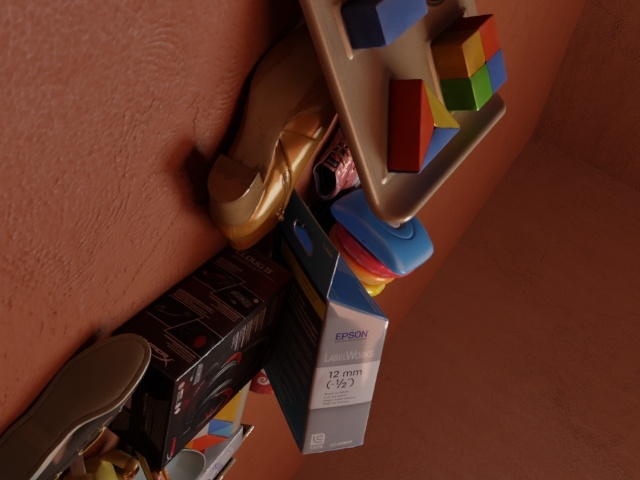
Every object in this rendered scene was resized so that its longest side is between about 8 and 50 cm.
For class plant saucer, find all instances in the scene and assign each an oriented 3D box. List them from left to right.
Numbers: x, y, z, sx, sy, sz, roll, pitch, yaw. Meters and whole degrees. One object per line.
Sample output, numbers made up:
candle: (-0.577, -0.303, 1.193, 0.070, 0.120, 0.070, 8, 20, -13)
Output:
plant saucer: (-0.284, 0.385, 1.175, 0.195, 0.037, 0.195, -23, 144, -18)

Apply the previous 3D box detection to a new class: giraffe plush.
giraffe plush: (-0.319, 0.370, 0.987, 0.170, 0.182, 0.210, 109, -17, -71)

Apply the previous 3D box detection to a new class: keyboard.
keyboard: (0.000, 0.000, 1.348, 0.201, 0.033, 0.317, -25, 139, -61)

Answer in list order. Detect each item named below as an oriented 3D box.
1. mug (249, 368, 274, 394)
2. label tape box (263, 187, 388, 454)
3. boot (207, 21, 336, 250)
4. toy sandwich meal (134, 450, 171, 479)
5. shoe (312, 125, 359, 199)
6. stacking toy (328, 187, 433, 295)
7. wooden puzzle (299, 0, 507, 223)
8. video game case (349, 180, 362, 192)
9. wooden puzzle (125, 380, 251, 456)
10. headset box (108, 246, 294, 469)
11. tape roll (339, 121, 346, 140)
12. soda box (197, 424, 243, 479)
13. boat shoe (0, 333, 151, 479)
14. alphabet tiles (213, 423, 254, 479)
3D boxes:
mug: (-0.097, 0.198, 1.331, 0.150, 0.113, 0.169, -64, 172, -54)
label tape box: (0.002, 0.109, 1.112, 0.115, 0.249, 0.347, 0, 118, -22)
boot: (-0.047, -0.131, 0.927, 0.295, 0.104, 0.211, -56, 173, -11)
toy sandwich meal: (-0.246, 0.327, 1.055, 0.029, 0.085, 0.085, -23, 151, -20)
shoe: (0.040, -0.146, 1.179, 0.081, 0.063, 0.178, -40, 156, -41)
stacking toy: (0.046, 0.066, 1.296, 0.302, 0.175, 0.166, -54, 166, 31)
wooden puzzle: (0.124, -0.243, 0.868, 0.322, 0.081, 0.347, -45, 123, -35)
video game case: (0.113, -0.143, 1.368, 0.173, 0.022, 0.190, -55, 166, -8)
wooden puzzle: (-0.214, 0.306, 1.209, 0.239, 0.044, 0.221, -21, 145, -33)
headset box: (-0.163, 0.152, 1.055, 0.293, 0.110, 0.218, -41, 157, -45)
tape roll: (0.119, -0.204, 1.070, 0.189, 0.189, 0.080, -54, 165, -11)
soda box: (-0.266, 0.436, 1.318, 0.286, 0.098, 0.091, -47, 161, -33)
boat shoe: (-0.288, 0.203, 0.849, 0.228, 0.081, 0.068, -44, 161, -17)
alphabet tiles: (-0.231, 0.466, 1.461, 0.237, 0.009, 0.198, -50, -167, -26)
